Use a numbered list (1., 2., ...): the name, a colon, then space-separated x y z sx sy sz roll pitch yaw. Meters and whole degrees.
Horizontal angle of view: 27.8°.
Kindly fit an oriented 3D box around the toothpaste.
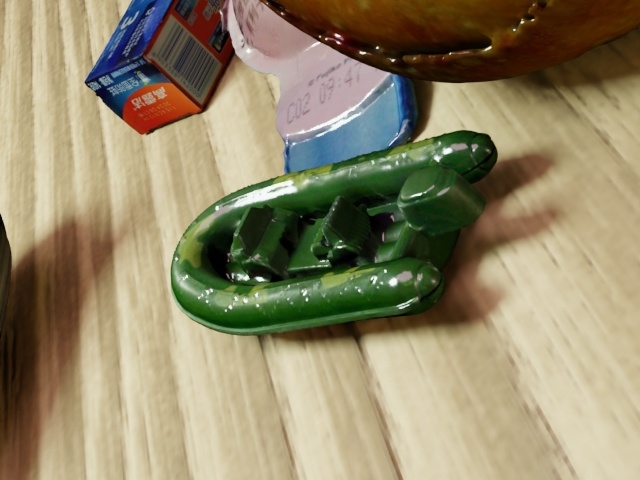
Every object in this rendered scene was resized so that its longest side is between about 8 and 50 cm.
1. toothpaste: -0.074 -0.226 0.994 0.076 0.066 0.320 -14 43 45

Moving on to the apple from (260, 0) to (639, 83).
1. apple: 0.089 -0.278 0.601 0.384 0.374 0.374 115 170 -47

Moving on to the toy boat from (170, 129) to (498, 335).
1. toy boat: 0.000 0.000 0.635 0.210 0.052 0.104 -9 49 47

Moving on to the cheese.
1. cheese: 0.009 -0.152 0.786 0.189 0.074 0.286 -31 46 31

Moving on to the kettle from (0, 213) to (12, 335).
1. kettle: -0.292 0.068 0.838 0.207 0.251 0.271 7 46 20
